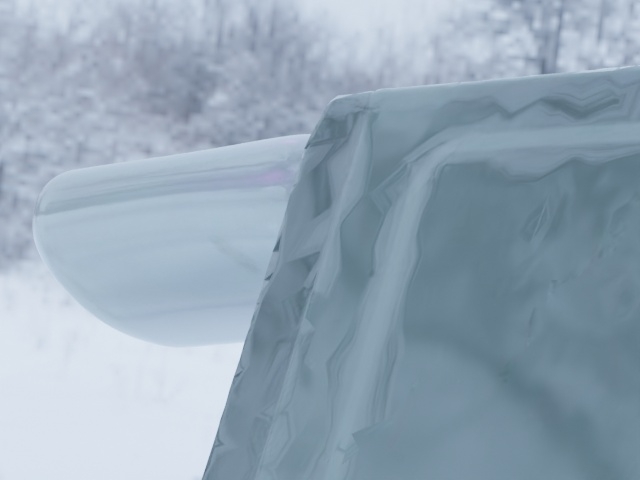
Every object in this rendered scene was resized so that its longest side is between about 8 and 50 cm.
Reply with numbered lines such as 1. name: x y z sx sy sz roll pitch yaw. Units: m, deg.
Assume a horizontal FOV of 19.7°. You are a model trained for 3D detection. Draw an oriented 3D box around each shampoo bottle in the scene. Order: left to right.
1. shampoo bottle: 0.000 0.000 0.685 0.221 0.051 0.108 -6 -35 36

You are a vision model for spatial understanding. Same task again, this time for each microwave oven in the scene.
1. microwave oven: 0.139 0.098 0.538 0.237 0.181 0.295 -1 -28 40
